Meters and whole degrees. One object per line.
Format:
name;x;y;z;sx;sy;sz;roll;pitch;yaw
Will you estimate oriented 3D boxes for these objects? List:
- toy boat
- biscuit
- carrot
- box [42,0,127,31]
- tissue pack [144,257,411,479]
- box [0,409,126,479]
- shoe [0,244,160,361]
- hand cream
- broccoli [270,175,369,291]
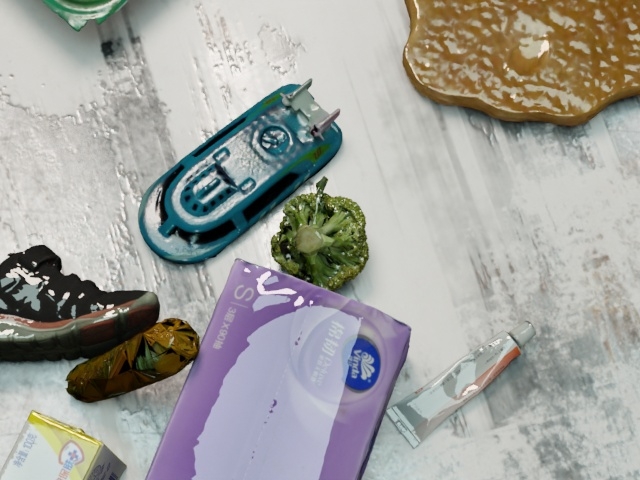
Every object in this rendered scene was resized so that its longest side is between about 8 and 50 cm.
toy boat;-0.110;-0.093;1.815;0.299;0.092;0.134;-40;80;-13
biscuit;0.301;-0.332;1.906;0.385;0.062;0.365;3;75;0
carrot;-0.228;0.149;1.683;0.069;0.229;0.069;19;60;-36
box;-0.337;-0.448;1.915;0.337;0.106;0.264;44;78;11
tissue pack;-0.055;0.224;1.675;0.242;0.160;0.338;19;73;6
box;-0.339;0.347;1.633;0.097;0.168;0.265;22;75;9
shoe;-0.344;0.075;1.751;0.291;0.114;0.137;-2;67;3
hand cream;0.186;0.176;1.762;0.216;0.038;0.052;-37;52;-5
broccoli;0.000;0.000;1.769;0.131;0.120;0.130;-38;83;14
